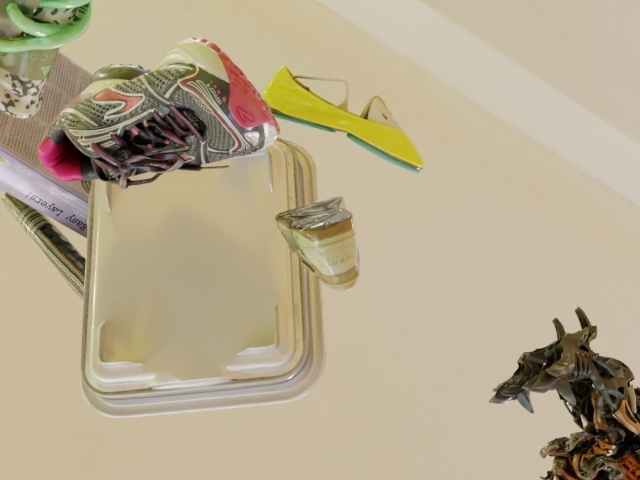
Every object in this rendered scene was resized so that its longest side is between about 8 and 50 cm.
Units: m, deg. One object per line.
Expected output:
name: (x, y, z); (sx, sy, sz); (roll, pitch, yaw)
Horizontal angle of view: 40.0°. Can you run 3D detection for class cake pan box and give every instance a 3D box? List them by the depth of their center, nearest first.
cake pan box: (-0.356, -0.151, 1.194); (0.246, 0.070, 0.267); (36, -147, -37)

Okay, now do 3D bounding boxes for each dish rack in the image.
dish rack: (-0.143, 0.024, 1.003); (0.285, 0.072, 0.333); (-6, -114, 5)

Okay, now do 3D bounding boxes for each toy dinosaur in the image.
toy dinosaur: (0.315, 0.196, 0.955); (0.218, 0.164, 0.322); (38, -129, 5)

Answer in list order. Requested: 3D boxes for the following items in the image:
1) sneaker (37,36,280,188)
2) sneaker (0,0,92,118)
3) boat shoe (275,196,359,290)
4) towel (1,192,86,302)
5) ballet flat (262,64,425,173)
sneaker: (-0.152, -0.098, 0.809); (0.112, 0.299, 0.121); (-51, -60, -29)
sneaker: (-0.178, -0.173, 0.538); (0.158, 0.410, 0.182); (-42, -60, -52)
boat shoe: (0.002, 0.000, 0.647); (0.056, 0.153, 0.048); (-18, -80, -7)
towel: (-0.310, 0.097, 1.252); (0.056, 0.324, 0.312); (-42, -111, -13)
ballet flat: (0.038, -0.161, 1.128); (0.231, 0.077, 0.077); (22, -171, 1)
